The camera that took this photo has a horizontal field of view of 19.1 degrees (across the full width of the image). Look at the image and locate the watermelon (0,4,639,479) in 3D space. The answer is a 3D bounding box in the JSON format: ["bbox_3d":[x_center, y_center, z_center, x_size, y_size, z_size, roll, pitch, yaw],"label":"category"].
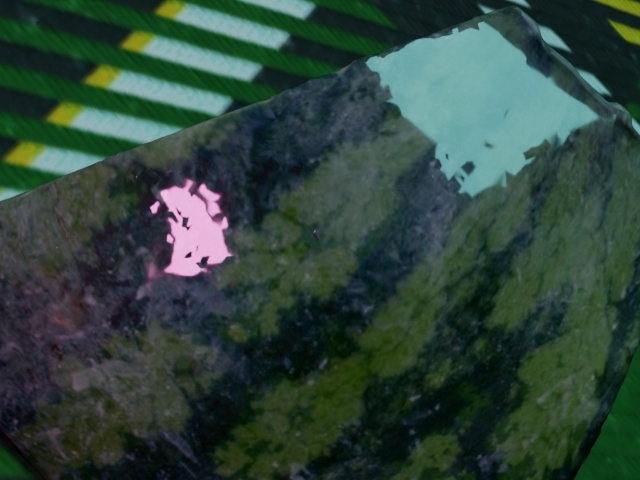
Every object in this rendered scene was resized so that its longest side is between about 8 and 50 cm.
[{"bbox_3d":[-0.016,-0.008,0.850,0.250,0.283,0.292,39,10,-41],"label":"watermelon"}]
